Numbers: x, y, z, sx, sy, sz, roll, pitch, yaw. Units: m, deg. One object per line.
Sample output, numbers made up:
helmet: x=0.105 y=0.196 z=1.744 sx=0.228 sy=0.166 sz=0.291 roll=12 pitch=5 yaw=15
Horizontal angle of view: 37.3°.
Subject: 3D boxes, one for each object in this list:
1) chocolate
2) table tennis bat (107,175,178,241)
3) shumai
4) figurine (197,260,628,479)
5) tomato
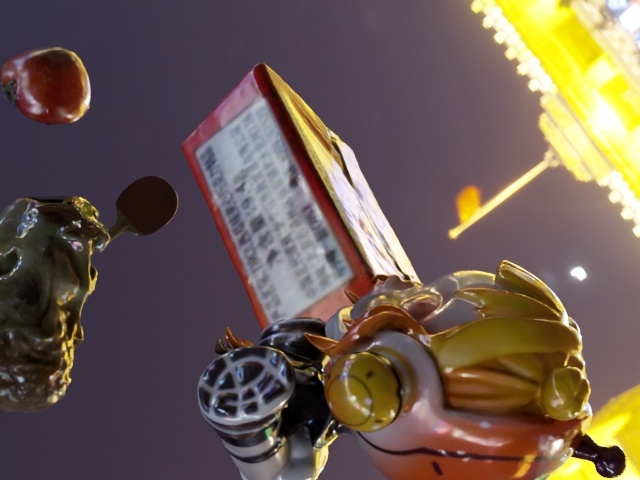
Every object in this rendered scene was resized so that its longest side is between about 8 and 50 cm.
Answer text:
chocolate: x=0.000 y=0.000 z=1.225 sx=0.360 sy=0.161 sz=0.341 roll=63 pitch=-168 yaw=24
table tennis bat: x=-0.304 y=-0.040 z=1.542 sx=0.156 sy=0.013 sz=0.087 roll=-41 pitch=-80 yaw=-9
shumai: x=-0.452 y=0.060 z=1.337 sx=0.346 sy=0.283 sz=0.217 roll=44 pitch=-164 yaw=14
figurine: x=0.082 y=0.124 z=0.797 sx=0.320 sy=0.323 sz=0.196 roll=-25 pitch=-74 yaw=-76
tomato: x=-0.443 y=-0.269 z=1.537 sx=0.139 sy=0.091 sz=0.159 roll=-12 pitch=-132 yaw=-39
